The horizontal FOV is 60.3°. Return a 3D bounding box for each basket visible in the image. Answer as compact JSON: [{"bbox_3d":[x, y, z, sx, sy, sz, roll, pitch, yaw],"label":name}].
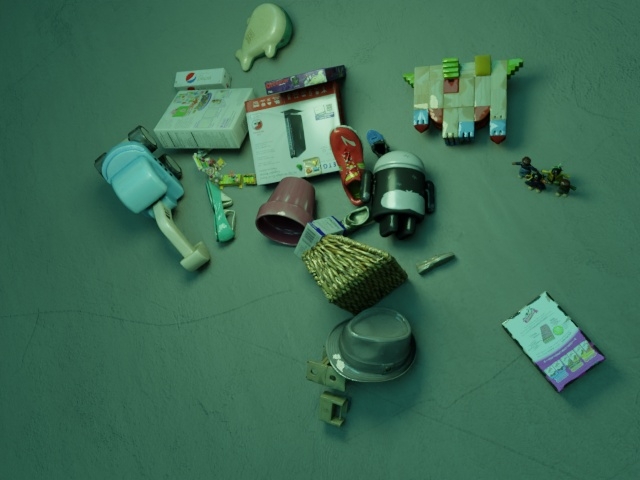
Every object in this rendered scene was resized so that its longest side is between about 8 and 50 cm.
[{"bbox_3d":[0.103,0.069,1.667,0.223,0.299,0.214,-37,65,7],"label":"basket"}]

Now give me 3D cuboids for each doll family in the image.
[{"bbox_3d":[0.669,-0.193,1.656,0.192,0.111,0.076,11,78,22],"label":"doll family"}]

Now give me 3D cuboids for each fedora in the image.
[{"bbox_3d":[0.157,0.282,1.615,0.275,0.124,0.244,-1,42,-9],"label":"fedora"}]

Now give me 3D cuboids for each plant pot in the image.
[{"bbox_3d":[-0.100,-0.106,1.857,0.201,0.201,0.180,6,60,20],"label":"plant pot"}]

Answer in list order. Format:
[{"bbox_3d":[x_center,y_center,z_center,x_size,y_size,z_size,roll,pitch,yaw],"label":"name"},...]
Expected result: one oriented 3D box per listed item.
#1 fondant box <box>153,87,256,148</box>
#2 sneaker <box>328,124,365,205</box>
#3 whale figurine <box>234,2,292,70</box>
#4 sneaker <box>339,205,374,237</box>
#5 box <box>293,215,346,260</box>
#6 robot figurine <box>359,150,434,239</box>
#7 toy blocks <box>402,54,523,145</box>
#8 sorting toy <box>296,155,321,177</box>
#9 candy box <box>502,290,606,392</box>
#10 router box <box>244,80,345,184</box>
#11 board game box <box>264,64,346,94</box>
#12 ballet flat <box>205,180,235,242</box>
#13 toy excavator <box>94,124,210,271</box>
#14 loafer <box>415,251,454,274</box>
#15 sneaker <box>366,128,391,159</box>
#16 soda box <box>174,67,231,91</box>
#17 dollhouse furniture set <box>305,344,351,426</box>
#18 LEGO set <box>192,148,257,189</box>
[{"bbox_3d":[-0.424,-0.459,2.070,0.329,0.096,0.239,4,52,19],"label":"fondant box"},{"bbox_3d":[0.102,-0.237,1.775,0.107,0.279,0.118,-16,32,8],"label":"sneaker"},{"bbox_3d":[-0.217,-0.779,2.138,0.272,0.141,0.216,-45,63,29],"label":"whale figurine"},{"bbox_3d":[0.094,-0.059,1.823,0.192,0.086,0.064,-28,68,10],"label":"sneaker"},{"bbox_3d":[0.000,0.000,1.777,0.072,0.137,0.126,41,124,23],"label":"box"},{"bbox_3d":[0.247,-0.146,1.755,0.173,0.209,0.279,-7,72,34],"label":"robot figurine"},{"bbox_3d":[0.451,-0.429,1.783,0.380,0.190,0.261,1,86,18],"label":"toy blocks"},{"bbox_3d":[-0.041,-0.247,1.872,0.083,0.012,0.062,-12,91,16],"label":"sorting toy"},{"bbox_3d":[0.646,0.283,1.543,0.159,0.071,0.233,-38,67,5],"label":"candy box"},{"bbox_3d":[-0.077,-0.366,1.924,0.335,0.082,0.302,-9,91,16],"label":"router box"},{"bbox_3d":[-0.042,-0.556,1.898,0.208,0.347,0.056,-4,108,14],"label":"board game box"},{"bbox_3d":[-0.356,-0.109,2.005,0.087,0.083,0.248,-11,69,-10],"label":"ballet flat"},{"bbox_3d":[-0.593,-0.133,1.984,0.222,0.433,0.445,-35,38,6],"label":"toy excavator"},{"bbox_3d":[0.356,0.062,1.724,0.125,0.045,0.039,-29,60,11],"label":"loafer"},{"bbox_3d":[0.195,-0.330,1.871,0.058,0.084,0.152,-27,67,9],"label":"sneaker"},{"bbox_3d":[-0.467,-0.629,2.190,0.215,0.074,0.069,1,75,19],"label":"soda box"},{"bbox_3d":[0.035,0.442,1.694,0.128,0.129,0.184,13,108,22],"label":"dollhouse furniture set"},{"bbox_3d":[-0.372,-0.266,2.031,0.287,0.107,0.132,36,88,24],"label":"LEGO set"}]
